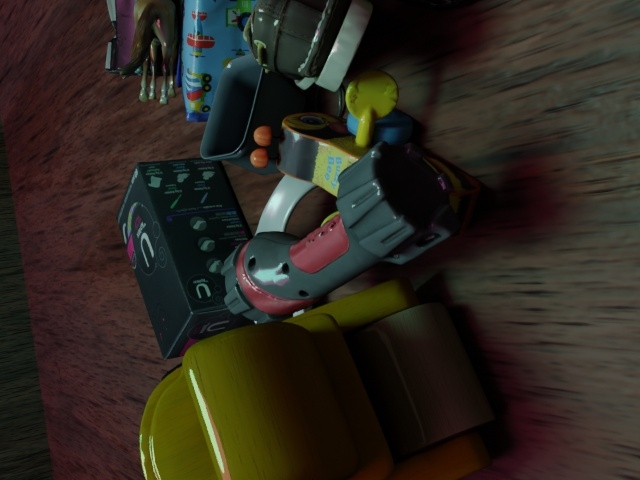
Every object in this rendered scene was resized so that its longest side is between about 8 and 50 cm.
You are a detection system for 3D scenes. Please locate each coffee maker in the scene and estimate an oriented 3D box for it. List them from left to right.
[{"bbox_3d":[-0.292,-0.365,1.233,0.171,0.120,0.178,17,112,53],"label":"coffee maker"}]

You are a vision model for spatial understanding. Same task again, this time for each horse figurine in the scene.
[{"bbox_3d":[-0.237,-0.288,1.062,0.263,0.066,0.175,-110,21,-75],"label":"horse figurine"}]

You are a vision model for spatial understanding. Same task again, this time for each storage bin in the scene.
[{"bbox_3d":[-0.080,-0.146,0.913,0.098,0.091,0.135,-3,68,45],"label":"storage bin"}]

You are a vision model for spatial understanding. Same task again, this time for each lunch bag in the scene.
[{"bbox_3d":[-0.142,-0.315,1.037,0.293,0.138,0.221,-127,39,-57],"label":"lunch bag"}]

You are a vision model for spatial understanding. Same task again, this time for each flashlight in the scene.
[{"bbox_3d":[0.000,0.000,0.714,0.304,0.103,0.103,-39,52,55],"label":"flashlight"}]

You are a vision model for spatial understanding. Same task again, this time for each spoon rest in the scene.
[{"bbox_3d":[-0.049,0.020,0.974,0.137,0.084,0.277,39,128,31],"label":"spoon rest"}]

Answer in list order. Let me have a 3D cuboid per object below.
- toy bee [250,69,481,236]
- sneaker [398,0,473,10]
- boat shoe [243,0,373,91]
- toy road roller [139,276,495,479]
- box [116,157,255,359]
[{"bbox_3d":[0.015,-0.080,0.791,0.298,0.162,0.196,15,111,55],"label":"toy bee"},{"bbox_3d":[0.053,-0.312,0.734,0.300,0.111,0.121,36,118,41],"label":"sneaker"},{"bbox_3d":[-0.027,-0.221,0.770,0.324,0.096,0.117,-110,42,-72],"label":"boat shoe"},{"bbox_3d":[0.001,0.157,0.679,0.241,0.329,0.203,92,157,-69],"label":"toy road roller"},{"bbox_3d":[-0.205,0.023,1.167,0.271,0.143,0.165,64,144,23],"label":"box"}]
